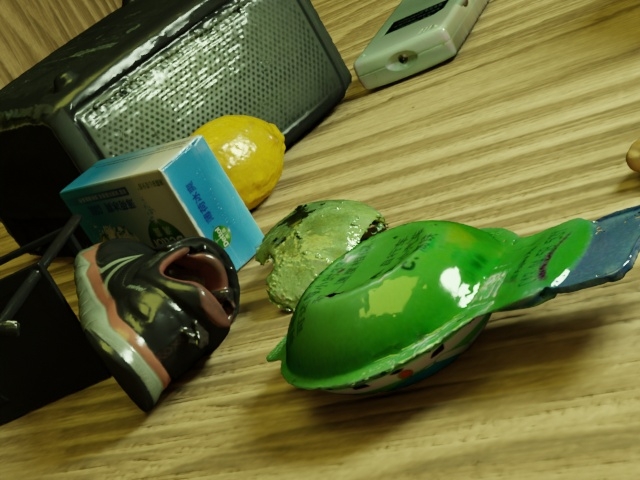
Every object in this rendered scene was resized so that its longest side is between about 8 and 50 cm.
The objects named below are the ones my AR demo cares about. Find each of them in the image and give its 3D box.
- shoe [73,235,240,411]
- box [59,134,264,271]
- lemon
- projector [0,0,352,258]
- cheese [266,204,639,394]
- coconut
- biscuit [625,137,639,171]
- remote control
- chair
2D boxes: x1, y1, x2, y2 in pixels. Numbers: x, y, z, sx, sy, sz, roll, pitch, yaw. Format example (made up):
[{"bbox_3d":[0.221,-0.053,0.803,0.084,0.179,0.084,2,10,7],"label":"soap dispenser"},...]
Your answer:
[{"bbox_3d":[-0.147,0.045,1.180,0.137,0.114,0.291,-35,21,1],"label":"shoe"},{"bbox_3d":[-0.170,-0.025,1.354,0.194,0.139,0.073,-8,29,47],"label":"box"},{"bbox_3d":[-0.101,-0.087,1.457,0.155,0.114,0.114,-39,21,-33],"label":"lemon"},{"bbox_3d":[-0.235,-0.175,1.674,0.405,0.242,0.395,-41,23,-26],"label":"projector"},{"bbox_3d":[0.090,0.038,0.905,0.320,0.083,0.204,-17,21,39],"label":"cheese"},{"bbox_3d":[-0.004,-0.003,1.191,0.133,0.055,0.158,-31,20,0],"label":"coconut"},{"bbox_3d":[0.362,-0.102,0.949,0.160,0.030,0.250,-41,22,-29],"label":"biscuit"},{"bbox_3d":[0.158,-0.311,1.744,0.145,0.050,0.344,-18,22,30],"label":"remote control"},{"bbox_3d":[-0.293,0.094,1.227,0.154,0.141,0.260,-25,18,15],"label":"chair"}]
